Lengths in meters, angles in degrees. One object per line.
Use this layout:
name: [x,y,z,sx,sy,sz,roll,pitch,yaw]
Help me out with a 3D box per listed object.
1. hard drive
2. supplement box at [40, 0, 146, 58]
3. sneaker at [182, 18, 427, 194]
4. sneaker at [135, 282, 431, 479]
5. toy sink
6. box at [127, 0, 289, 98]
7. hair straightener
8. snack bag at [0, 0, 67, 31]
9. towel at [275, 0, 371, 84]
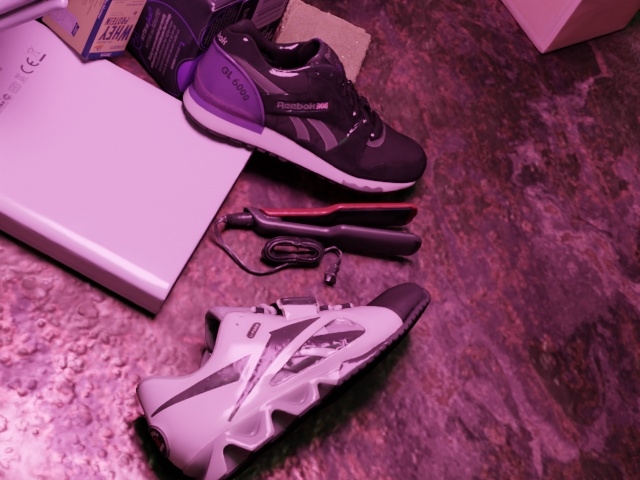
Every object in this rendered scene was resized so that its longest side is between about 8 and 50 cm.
hard drive: [-0.269,-0.100,1.443,0.353,0.047,0.233,29,53,-1]
supplement box: [-0.241,-0.250,1.487,0.083,0.083,0.056,41,30,21]
sneaker: [0.005,-0.144,1.501,0.283,0.124,0.107,18,31,-21]
sneaker: [-0.032,0.101,1.360,0.330,0.122,0.146,-32,76,-34]
toy sink: [0.302,-0.381,1.794,0.153,0.131,0.234,-19,67,-31]
box: [-0.172,-0.320,1.547,0.143,0.165,0.270,-33,76,-35]
hair straightener: [0.000,0.000,1.484,0.230,0.047,0.089,3,58,-19]
snack bag: [-0.337,-0.323,1.424,0.037,0.323,0.342,44,42,-41]
towel: [-0.005,-0.213,1.631,0.110,0.027,0.148,23,52,-8]
